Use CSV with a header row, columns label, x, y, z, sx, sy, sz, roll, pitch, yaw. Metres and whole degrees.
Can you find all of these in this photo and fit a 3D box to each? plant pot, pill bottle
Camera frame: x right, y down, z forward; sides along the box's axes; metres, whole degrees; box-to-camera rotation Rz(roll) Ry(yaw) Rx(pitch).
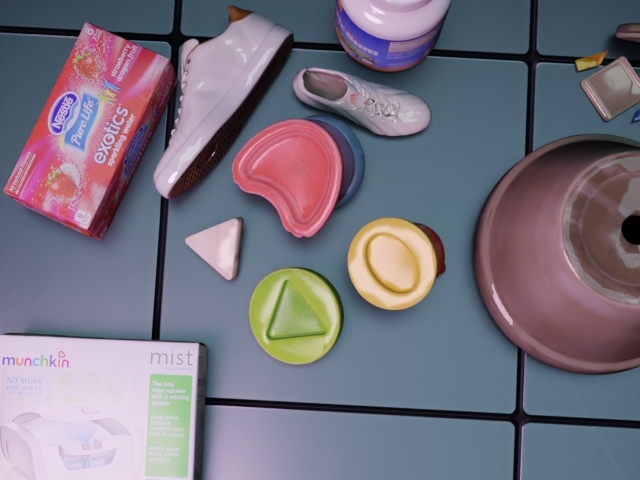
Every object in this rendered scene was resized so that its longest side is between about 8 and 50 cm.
label,x,y,z,sx,sy,sz,roll,pitch,yaw
plant pot,0.368,0.002,1.769,0.323,0.280,0.323,0,82,0
pill bottle,0.096,-0.323,1.832,0.152,0.272,0.152,0,83,0

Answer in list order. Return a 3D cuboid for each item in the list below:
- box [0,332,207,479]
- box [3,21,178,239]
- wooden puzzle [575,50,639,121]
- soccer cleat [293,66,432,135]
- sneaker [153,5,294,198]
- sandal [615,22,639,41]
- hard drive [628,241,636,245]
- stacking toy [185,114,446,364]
label,x,y,z,sx,sy,sz,roll,pitch,yaw
box,-0.285,0.241,1.837,0.262,0.127,0.231,3,85,1
box,-0.305,-0.144,1.882,0.128,0.122,0.257,25,84,3
wooden puzzle,0.409,-0.212,1.952,0.078,0.014,0.116,-25,84,1
soccer cleat,0.057,-0.190,1.914,0.196,0.076,0.068,16,83,1
sneaker,-0.161,-0.192,1.908,0.123,0.106,0.290,31,74,9
sandal,0.534,-0.211,1.905,0.303,0.120,0.086,31,98,3
hard drive,0.370,0.031,1.916,0.135,0.022,0.094,25,84,3
stacking toy,0.000,0.000,1.902,0.279,0.130,0.309,-42,82,21
